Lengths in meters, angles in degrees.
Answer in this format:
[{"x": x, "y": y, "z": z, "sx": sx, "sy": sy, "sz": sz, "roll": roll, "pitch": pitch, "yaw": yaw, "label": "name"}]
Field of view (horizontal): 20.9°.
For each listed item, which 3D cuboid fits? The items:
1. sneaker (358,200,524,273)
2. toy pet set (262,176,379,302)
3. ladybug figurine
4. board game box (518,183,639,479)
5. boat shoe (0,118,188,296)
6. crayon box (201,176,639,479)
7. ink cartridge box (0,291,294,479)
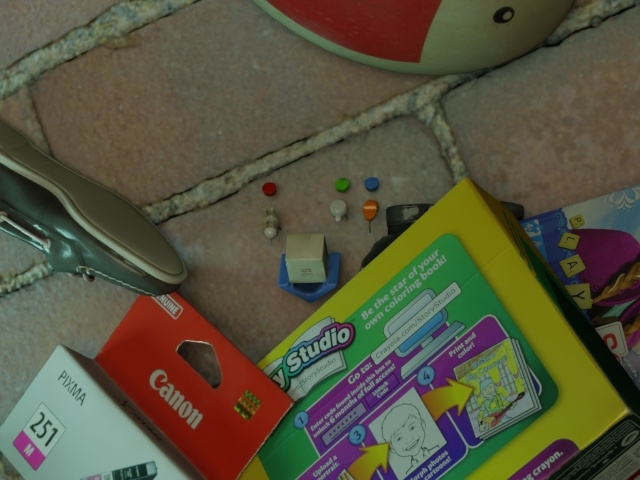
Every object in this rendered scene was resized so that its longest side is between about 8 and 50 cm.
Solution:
[{"x": 0.122, "y": 0.007, "z": 1.754, "sx": 0.170, "sy": 0.051, "sz": 0.089, "roll": -2, "pitch": 85, "yaw": 16, "label": "sneaker"}, {"x": 0.000, "y": 0.000, "z": 1.784, "sx": 0.122, "sy": 0.065, "sz": 0.114, "roll": -2, "pitch": 50, "yaw": 8, "label": "toy pet set"}, {"x": 0.050, "y": -0.343, "z": 1.741, "sx": 0.449, "sy": 0.162, "sz": 0.305, "roll": 26, "pitch": 91, "yaw": 12, "label": "ladybug figurine"}, {"x": 0.359, "y": 0.084, "z": 1.618, "sx": 0.318, "sy": 0.066, "sz": 0.318, "roll": -18, "pitch": 58, "yaw": 14, "label": "board game box"}, {"x": -0.283, "y": -0.024, "z": 1.813, "sx": 0.335, "sy": 0.112, "sz": 0.095, "roll": 35, "pitch": 110, "yaw": 17, "label": "boat shoe"}, {"x": 0.095, "y": 0.174, "z": 1.616, "sx": 0.363, "sy": 0.106, "sz": 0.313, "roll": -42, "pitch": 48, "yaw": 13, "label": "crayon box"}, {"x": -0.182, "y": 0.181, "z": 1.722, "sx": 0.239, "sy": 0.060, "sz": 0.275, "roll": -55, "pitch": 46, "yaw": 4, "label": "ink cartridge box"}]
